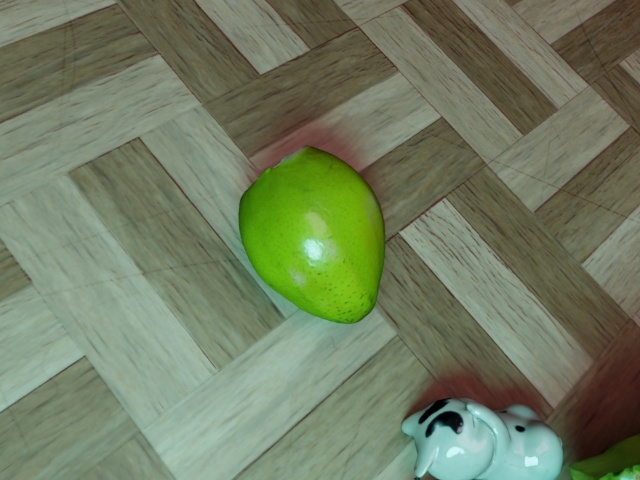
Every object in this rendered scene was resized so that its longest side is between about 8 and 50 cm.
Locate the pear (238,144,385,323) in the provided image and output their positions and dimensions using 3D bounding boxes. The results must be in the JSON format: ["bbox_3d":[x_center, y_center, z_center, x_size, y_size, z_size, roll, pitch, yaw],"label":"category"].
[{"bbox_3d":[0.000,0.000,0.723,0.187,0.187,0.219,-39,95,-27],"label":"pear"}]

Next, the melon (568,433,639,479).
[{"bbox_3d":[0.463,0.270,0.661,0.344,0.226,0.331,-26,114,2],"label":"melon"}]

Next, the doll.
[{"bbox_3d":[0.201,0.248,0.700,0.181,0.110,0.106,16,102,-11],"label":"doll"}]
